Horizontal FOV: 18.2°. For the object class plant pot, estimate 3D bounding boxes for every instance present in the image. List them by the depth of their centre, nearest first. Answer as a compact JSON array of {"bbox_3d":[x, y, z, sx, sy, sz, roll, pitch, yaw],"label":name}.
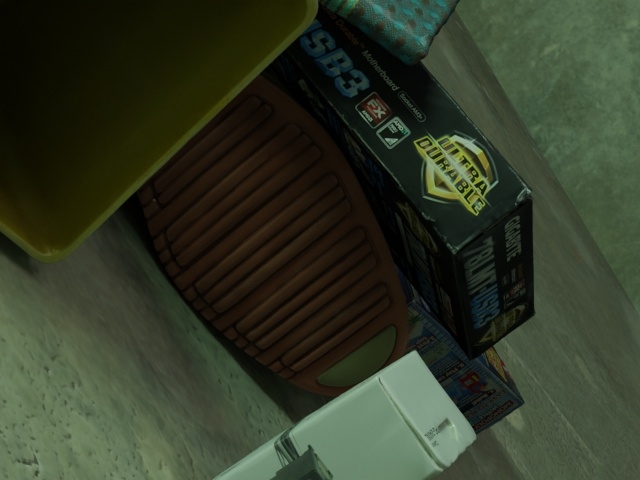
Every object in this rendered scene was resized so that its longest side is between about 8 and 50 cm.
[{"bbox_3d":[-0.169,-0.156,1.100,0.212,0.212,0.187,43,6,-41],"label":"plant pot"}]

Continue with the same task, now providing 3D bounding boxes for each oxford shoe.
[{"bbox_3d":[-0.073,-0.072,1.343,0.397,0.140,0.146,55,6,-10],"label":"oxford shoe"}]

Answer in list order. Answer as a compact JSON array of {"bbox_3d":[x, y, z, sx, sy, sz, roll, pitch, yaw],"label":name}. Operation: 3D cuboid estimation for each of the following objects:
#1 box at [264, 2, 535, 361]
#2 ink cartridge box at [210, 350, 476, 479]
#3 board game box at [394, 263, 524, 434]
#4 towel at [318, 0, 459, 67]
[{"bbox_3d":[0.034,-0.077,1.370,0.293,0.073,0.295,50,-5,18],"label":"box"},{"bbox_3d":[0.000,0.128,1.081,0.063,0.150,0.109,57,14,3],"label":"ink cartridge box"},{"bbox_3d":[0.093,0.069,1.724,0.194,0.060,0.194,48,15,-32],"label":"board game box"},{"bbox_3d":[-0.048,-0.281,1.283,0.370,0.040,0.271,37,40,-4],"label":"towel"}]
